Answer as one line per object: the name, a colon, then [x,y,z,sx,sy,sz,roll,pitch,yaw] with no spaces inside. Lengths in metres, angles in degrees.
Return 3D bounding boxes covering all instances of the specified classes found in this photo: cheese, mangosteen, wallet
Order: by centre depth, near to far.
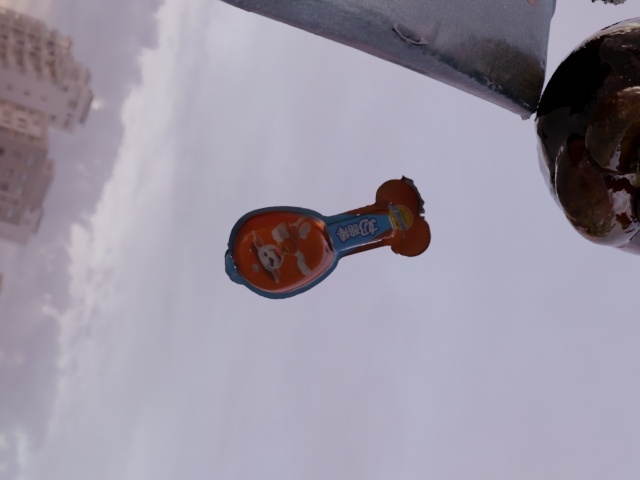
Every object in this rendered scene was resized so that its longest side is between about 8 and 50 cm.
wallet: [0.068,-0.230,0.811,0.046,0.379,0.190,6,-94,47]
mangosteen: [0.281,-0.078,0.856,0.211,0.211,0.250,-62,176,22]
cheese: [0.000,0.000,1.101,0.256,0.106,0.037,-16,-167,28]

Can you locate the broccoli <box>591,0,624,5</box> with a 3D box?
broccoli: [0.346,-0.390,1.336,0.118,0.204,0.122,-48,-153,16]
